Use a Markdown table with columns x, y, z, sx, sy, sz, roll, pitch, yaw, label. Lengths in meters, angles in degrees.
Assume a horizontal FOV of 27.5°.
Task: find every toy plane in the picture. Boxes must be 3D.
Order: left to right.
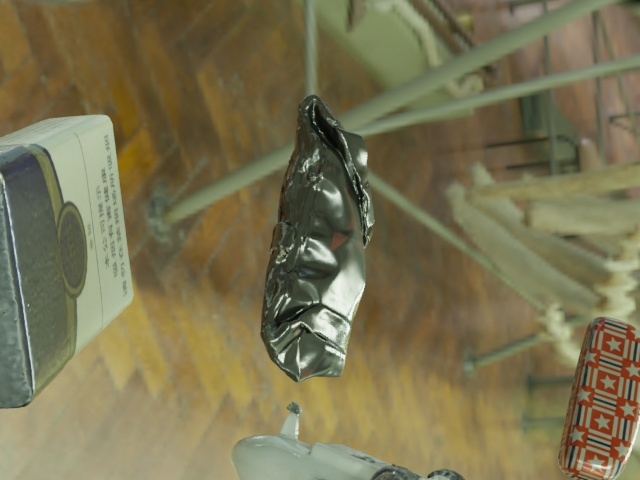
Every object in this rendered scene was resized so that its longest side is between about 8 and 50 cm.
| x | y | z | sx | sy | sz | roll | pitch | yaw | label |
| --- | --- | --- | --- | --- | --- | --- | --- | --- | --- |
| 0.032 | 0.199 | 0.986 | 0.251 | 0.255 | 0.101 | 18 | 97 | -54 | toy plane |

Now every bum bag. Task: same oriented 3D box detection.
| x | y | z | sx | sy | sz | roll | pitch | yaw | label |
| --- | --- | --- | --- | --- | --- | --- | --- | --- | --- |
| -0.001 | 0.000 | 0.538 | 0.058 | 0.034 | 0.124 | 48 | 46 | -47 | bum bag |

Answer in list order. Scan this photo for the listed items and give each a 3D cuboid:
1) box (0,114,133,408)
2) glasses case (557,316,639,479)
| x | y | z | sx | sy | sz | roll | pitch | yaw | label |
| --- | --- | --- | --- | --- | --- | --- | --- | --- | --- |
| -0.209 | 0.004 | 0.959 | 0.259 | 0.071 | 0.168 | -67 | 152 | -76 | box |
| 0.297 | 0.170 | 1.370 | 0.049 | 0.073 | 0.194 | 104 | 6 | -54 | glasses case |
